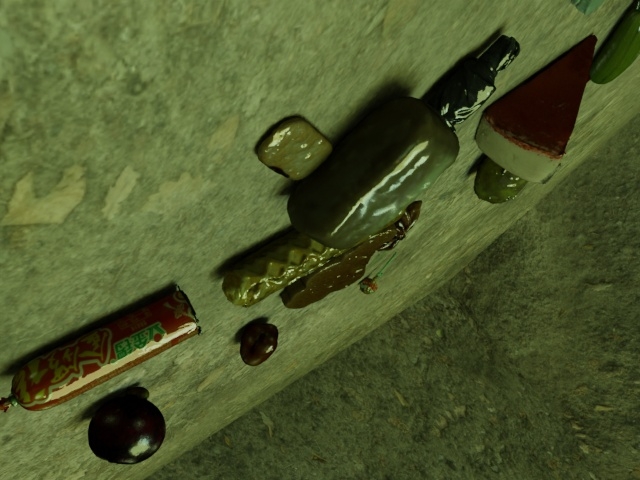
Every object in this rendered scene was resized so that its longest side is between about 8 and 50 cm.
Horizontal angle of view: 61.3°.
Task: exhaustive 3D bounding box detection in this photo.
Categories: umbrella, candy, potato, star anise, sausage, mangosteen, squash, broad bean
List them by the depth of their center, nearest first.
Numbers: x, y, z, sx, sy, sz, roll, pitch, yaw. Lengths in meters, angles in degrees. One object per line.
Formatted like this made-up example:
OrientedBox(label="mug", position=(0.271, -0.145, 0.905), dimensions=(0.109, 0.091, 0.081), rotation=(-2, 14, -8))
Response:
OrientedBox(label="candy", position=(0.068, -0.085, 0.716), dimensions=(0.234, 0.102, 0.104), rotation=(-45, 143, 19))
OrientedBox(label="sausage", position=(-0.291, 0.154, 0.726), dimensions=(0.264, 0.083, 0.083), rotation=(-27, 162, -29))
OrientedBox(label="umbrella", position=(0.179, -0.192, 0.757), dimensions=(0.066, 0.059, 0.235), rotation=(34, 112, -28))
OrientedBox(label="squash", position=(0.602, -0.386, 1.066), dimensions=(0.066, 0.066, 0.252), rotation=(-35, 164, -4))
OrientedBox(label="mangosteen", position=(-0.380, 0.365, 1.070), dimensions=(0.153, 0.152, 0.152), rotation=(-33, 164, -11))
OrientedBox(label="star anise", position=(0.168, -0.028, 1.207), dimensions=(0.168, 0.057, 0.168), rotation=(-32, 164, -10))
OrientedBox(label="potato", position=(0.452, -0.186, 1.259), dimensions=(0.150, 0.113, 0.251), rotation=(-15, 147, -34))
OrientedBox(label="broad bean", position=(-0.146, 0.248, 1.294), dimensions=(0.114, 0.084, 0.165), rotation=(-39, 171, -9))
OrientedBox(label="candy", position=(0.179, 0.099, 1.634), dimensions=(0.056, 0.049, 0.184), rotation=(22, 126, -19))

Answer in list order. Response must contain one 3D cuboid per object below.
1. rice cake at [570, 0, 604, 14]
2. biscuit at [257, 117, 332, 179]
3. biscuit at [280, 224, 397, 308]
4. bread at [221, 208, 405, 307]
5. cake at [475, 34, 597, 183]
OrientedBox(label="rice cake", position=(0.382, -0.380, 0.663), dimensions=(0.127, 0.043, 0.237), rotation=(-41, 164, 13))
OrientedBox(label="biscuit", position=(-0.027, -0.105, 0.641), dimensions=(0.071, 0.018, 0.147), rotation=(-42, 162, 11))
OrientedBox(label="biscuit", position=(0.042, 0.053, 1.160), dimensions=(0.184, 0.047, 0.320), rotation=(-10, 154, -40))
OrientedBox(label="bread", position=(0.001, 0.001, 0.899), dimensions=(0.368, 0.077, 0.084), rotation=(-31, 162, -21))
OrientedBox(label="cake", position=(0.405, -0.264, 1.042), dimensions=(0.158, 0.160, 0.261), rotation=(71, 39, -73))
